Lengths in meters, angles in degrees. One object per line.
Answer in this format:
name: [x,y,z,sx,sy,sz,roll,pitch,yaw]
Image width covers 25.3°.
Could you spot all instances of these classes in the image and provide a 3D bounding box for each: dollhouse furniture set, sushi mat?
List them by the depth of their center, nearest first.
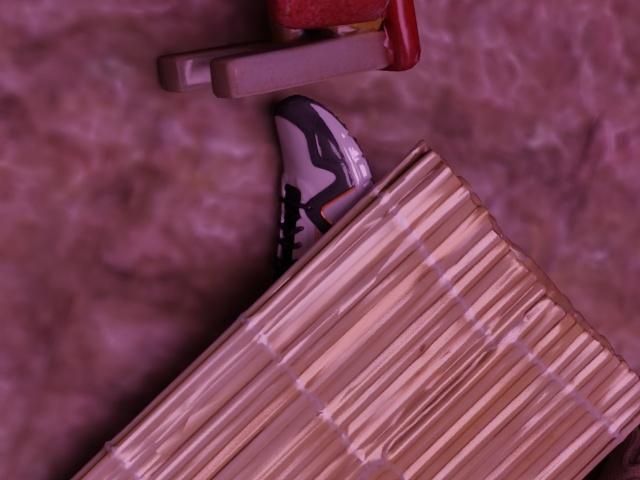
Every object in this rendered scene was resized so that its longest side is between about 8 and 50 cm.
dollhouse furniture set: [0.016,-0.233,0.409,0.152,0.201,0.374,-16,104,-20]
sushi mat: [-0.027,0.121,0.527,0.316,0.019,0.151,-44,114,-2]

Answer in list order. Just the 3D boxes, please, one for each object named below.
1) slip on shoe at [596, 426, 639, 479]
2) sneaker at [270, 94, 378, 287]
slip on shoe: [0.140,0.098,0.607,0.135,0.051,0.041,-36,71,-6]
sneaker: [0.000,0.000,0.529,0.043,0.040,0.109,-22,106,-17]
